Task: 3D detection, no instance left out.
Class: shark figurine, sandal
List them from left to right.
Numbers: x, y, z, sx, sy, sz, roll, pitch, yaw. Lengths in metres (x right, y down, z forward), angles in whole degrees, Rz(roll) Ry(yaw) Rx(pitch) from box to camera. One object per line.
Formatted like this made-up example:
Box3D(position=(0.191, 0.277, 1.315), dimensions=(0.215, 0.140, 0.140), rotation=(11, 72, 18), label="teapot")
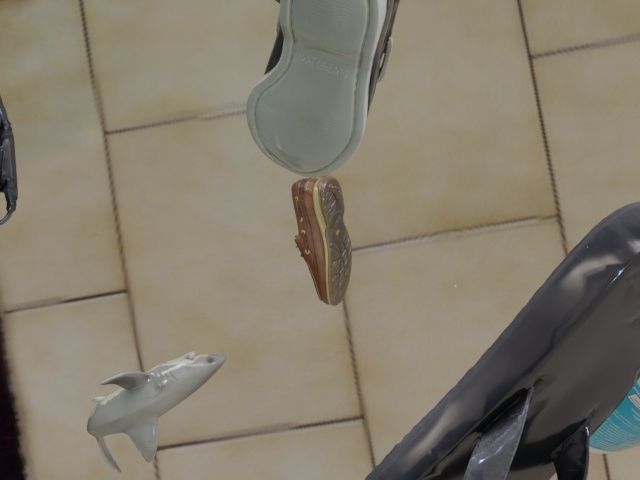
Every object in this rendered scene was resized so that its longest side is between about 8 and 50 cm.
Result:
Box3D(position=(-0.255, 0.251, 1.390), dimensions=(0.278, 0.166, 0.116), rotation=(-37, 71, 35), label="shark figurine")
Box3D(position=(0.078, 0.098, 0.432), dimensions=(0.254, 0.097, 0.054), rotation=(-56, 47, 15), label="sandal")

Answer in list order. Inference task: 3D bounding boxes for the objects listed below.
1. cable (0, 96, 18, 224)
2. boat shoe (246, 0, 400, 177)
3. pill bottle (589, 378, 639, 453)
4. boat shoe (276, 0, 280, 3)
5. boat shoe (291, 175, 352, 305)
Box3D(position=(-0.355, -0.098, 0.945), dimensions=(0.150, 0.047, 0.185), rotation=(3, 69, -35), label="cable")
Box3D(position=(0.010, -0.161, 0.891), dimensions=(0.114, 0.302, 0.091), rotation=(27, 61, -2), label="boat shoe")
Box3D(position=(0.309, 0.129, 1.025), dimensions=(0.146, 0.264, 0.146), rotation=(8, 66, -19), label="pill bottle")
Box3D(position=(-0.133, -0.329, 0.922), dimensions=(0.324, 0.116, 0.097), rotation=(31, 114, -1), label="boat shoe")
Box3D(position=(0.000, 0.000, 1.347), dimensions=(0.060, 0.064, 0.178), rotation=(5, 115, 30), label="boat shoe")
